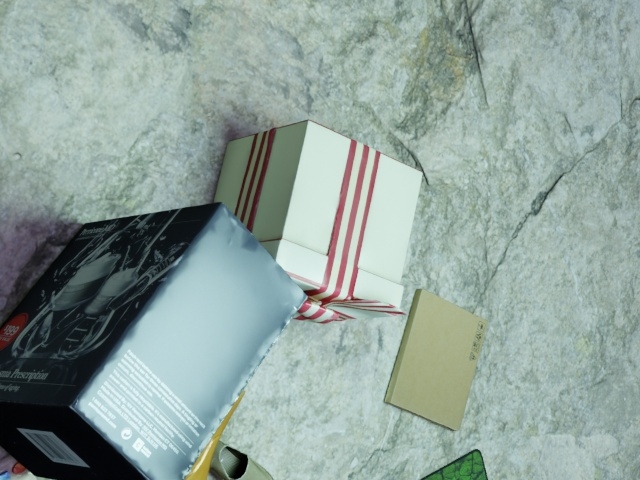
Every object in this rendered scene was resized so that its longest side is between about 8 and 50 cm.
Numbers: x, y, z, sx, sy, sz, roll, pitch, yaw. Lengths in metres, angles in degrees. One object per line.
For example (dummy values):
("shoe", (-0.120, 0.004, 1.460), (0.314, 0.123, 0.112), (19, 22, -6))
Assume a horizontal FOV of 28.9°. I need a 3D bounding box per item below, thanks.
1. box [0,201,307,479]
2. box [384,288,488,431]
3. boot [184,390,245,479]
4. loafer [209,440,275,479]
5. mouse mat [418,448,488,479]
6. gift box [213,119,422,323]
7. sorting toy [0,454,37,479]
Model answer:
("box", (-0.247, 0.133, 1.553), (0.179, 0.343, 0.312), (50, 58, -25))
("box", (0.197, 0.201, 2.084), (0.164, 0.021, 0.201), (26, 73, -33))
("boot", (-0.172, 0.294, 1.738), (0.211, 0.104, 0.295), (-46, 107, -12))
("loafer", (-0.118, 0.342, 1.827), (0.148, 0.050, 0.056), (37, 68, -29))
("mouse mat", (0.223, 0.455, 2.102), (0.190, 0.007, 0.152), (-21, 100, -34))
("gift box", (0.000, 0.000, 1.805), (0.276, 0.255, 0.258), (21, 74, -28))
("sorting toy", (-0.395, 0.310, 1.648), (0.083, 0.012, 0.062), (-29, 104, -33))
